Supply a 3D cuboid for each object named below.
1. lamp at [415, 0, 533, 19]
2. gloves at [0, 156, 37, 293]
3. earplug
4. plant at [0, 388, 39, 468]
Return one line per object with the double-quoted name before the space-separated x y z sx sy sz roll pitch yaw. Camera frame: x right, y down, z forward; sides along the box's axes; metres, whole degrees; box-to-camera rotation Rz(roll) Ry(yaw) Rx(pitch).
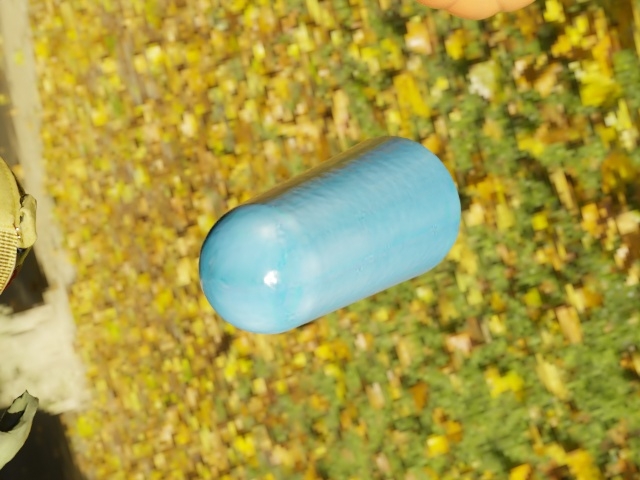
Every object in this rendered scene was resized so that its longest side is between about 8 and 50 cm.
"lamp" 0.145 -0.294 1.250 0.187 0.188 0.163 95 172 -45
"gloves" -0.287 -0.016 0.666 0.141 0.331 0.154 15 93 30
"earplug" 0.000 0.000 1.114 0.132 0.273 0.132 9 108 29
"plant" -0.332 0.295 1.275 0.215 0.213 0.312 -41 -64 -63
